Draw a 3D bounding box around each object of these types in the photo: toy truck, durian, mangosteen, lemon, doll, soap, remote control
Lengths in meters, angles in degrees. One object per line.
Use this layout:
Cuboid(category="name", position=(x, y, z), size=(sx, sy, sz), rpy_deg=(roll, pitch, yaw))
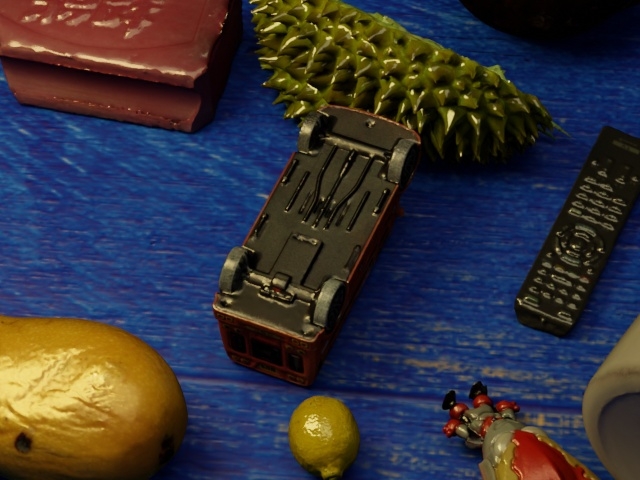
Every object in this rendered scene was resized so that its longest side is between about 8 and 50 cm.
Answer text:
Cuboid(category="toy truck", position=(0.000, 0.000, 1.749), size=(0.107, 0.114, 0.252), rpy_deg=(18, 55, 15))
Cuboid(category="durian", position=(0.061, -0.177, 1.869), size=(0.352, 0.158, 0.169), rpy_deg=(28, 45, 25))
Cuboid(category="mangosteen", position=(0.253, -0.303, 1.952), size=(0.289, 0.231, 0.231), rpy_deg=(15, 38, -43))
Cuboid(category="lemon", position=(0.003, 0.168, 1.648), size=(0.062, 0.062, 0.083), rpy_deg=(-7, 56, -5))
Cuboid(category="doll", position=(0.165, 0.185, 1.641), size=(0.109, 0.057, 0.169), rpy_deg=(-12, 36, -30))
Cuboid(category="soap", position=(-0.212, -0.204, 1.925), size=(0.250, 0.099, 0.162), rpy_deg=(9, 59, 7))
Cuboid(category="remote control", position=(0.249, -0.012, 1.813), size=(0.063, 0.025, 0.245), rpy_deg=(21, 54, 15))

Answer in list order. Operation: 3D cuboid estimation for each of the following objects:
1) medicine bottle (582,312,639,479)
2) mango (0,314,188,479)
Cuboid(category="medicine bottle", position=(0.388, 0.072, 1.630), size=(0.208, 0.208, 0.339), rpy_deg=(29, 57, 21))
Cuboid(category="mango", position=(-0.234, 0.132, 1.652), size=(0.262, 0.109, 0.157), rpy_deg=(19, 64, 20))
